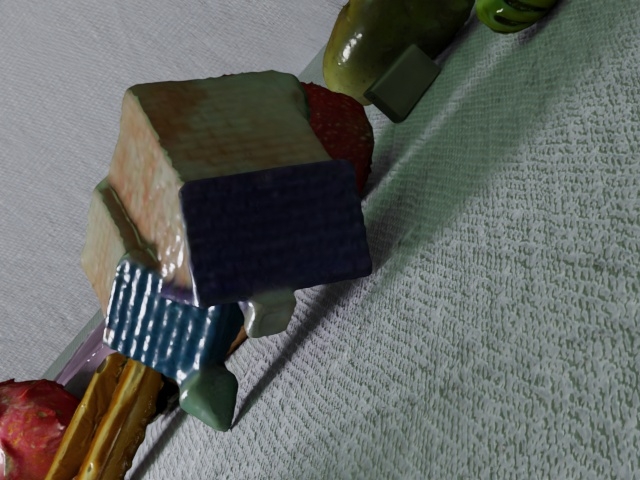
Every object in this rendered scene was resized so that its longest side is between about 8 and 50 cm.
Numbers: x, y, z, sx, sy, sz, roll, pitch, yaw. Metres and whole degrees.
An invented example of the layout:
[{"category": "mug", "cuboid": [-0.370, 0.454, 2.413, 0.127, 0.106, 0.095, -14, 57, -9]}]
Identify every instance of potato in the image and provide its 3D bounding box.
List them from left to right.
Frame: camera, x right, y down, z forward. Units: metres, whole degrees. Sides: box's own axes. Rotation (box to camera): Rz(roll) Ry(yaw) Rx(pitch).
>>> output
[{"category": "potato", "cuboid": [0.105, -0.306, 2.068, 0.176, 0.141, 0.298, 2, -33, -45]}]

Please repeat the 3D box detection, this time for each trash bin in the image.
[{"category": "trash bin", "cuboid": [0.112, -0.214, 1.982, 0.092, 0.061, 0.043, -51, 9, -10]}]

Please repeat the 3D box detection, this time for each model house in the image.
[{"category": "model house", "cuboid": [-0.097, 0.022, 1.573, 0.280, 0.245, 0.312, 56, 142, 38]}]

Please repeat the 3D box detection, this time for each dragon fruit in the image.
[{"category": "dragon fruit", "cuboid": [-0.410, 0.293, 2.085, 0.268, 0.210, 0.205, -7, 53, 16]}]

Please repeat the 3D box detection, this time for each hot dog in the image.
[{"category": "hot dog", "cuboid": [-0.282, 0.263, 1.853, 0.115, 0.072, 0.269, 14, 70, 31]}]

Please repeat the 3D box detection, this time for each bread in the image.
[{"category": "bread", "cuboid": [0.237, -0.292, 1.650, 0.139, 0.071, 0.130, -55, 7, -14]}]

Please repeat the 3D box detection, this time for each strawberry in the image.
[{"category": "strawberry", "cuboid": [-0.057, -0.103, 1.881, 0.277, 0.257, 0.257, -14, 24, 19]}]

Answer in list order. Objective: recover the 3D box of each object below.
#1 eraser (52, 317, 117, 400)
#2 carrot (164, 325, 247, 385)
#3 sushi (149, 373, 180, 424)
[{"category": "eraser", "cuboid": [-0.282, 0.162, 2.246, 0.359, 0.122, 0.272, -43, 11, 38]}, {"category": "carrot", "cuboid": [-0.127, 0.111, 1.863, 0.205, 0.072, 0.072, -38, 15, 34]}, {"category": "sushi", "cuboid": [-0.214, 0.177, 1.978, 0.090, 0.078, 0.150, -30, 22, 50]}]
